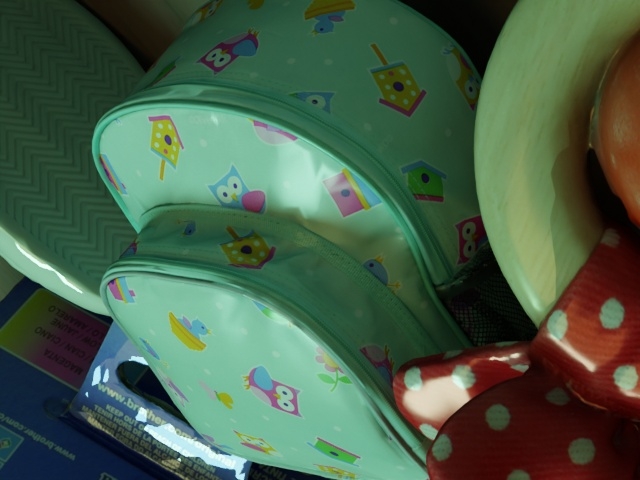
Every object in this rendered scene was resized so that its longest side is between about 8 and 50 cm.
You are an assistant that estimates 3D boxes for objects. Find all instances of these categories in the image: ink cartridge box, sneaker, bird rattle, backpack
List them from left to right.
[{"bbox_3d":[-0.182,-0.058,0.662,0.292,0.108,0.169,46,147,5],"label":"sneaker"},{"bbox_3d":[-0.108,0.198,0.833,0.270,0.151,0.395,29,145,11],"label":"ink cartridge box"},{"bbox_3d":[0.000,0.000,0.530,0.166,0.144,0.188,5,131,44],"label":"backpack"},{"bbox_3d":[0.130,-0.004,0.412,0.253,0.143,0.207,-18,93,30],"label":"bird rattle"}]
